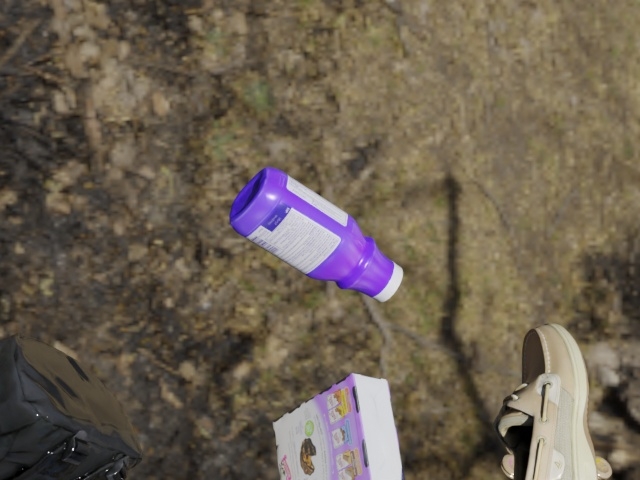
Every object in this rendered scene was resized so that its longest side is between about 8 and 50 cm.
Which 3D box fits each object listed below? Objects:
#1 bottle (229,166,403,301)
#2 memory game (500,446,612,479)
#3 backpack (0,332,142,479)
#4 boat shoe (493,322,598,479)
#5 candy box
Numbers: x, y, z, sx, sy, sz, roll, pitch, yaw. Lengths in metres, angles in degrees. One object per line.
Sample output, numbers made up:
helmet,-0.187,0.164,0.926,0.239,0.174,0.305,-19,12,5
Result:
bottle,0.000,0.000,1.814,0.283,0.118,0.092,32,39,-20
memory game,0.330,0.324,1.597,0.186,0.186,0.012,-42,165,-48
backpack,-0.432,0.243,1.322,0.355,0.273,0.290,-38,156,1
boat shoe,0.264,0.215,1.417,0.302,0.098,0.109,-87,-173,-46
candy box,0.022,0.307,1.695,0.070,0.196,0.165,15,53,-37
